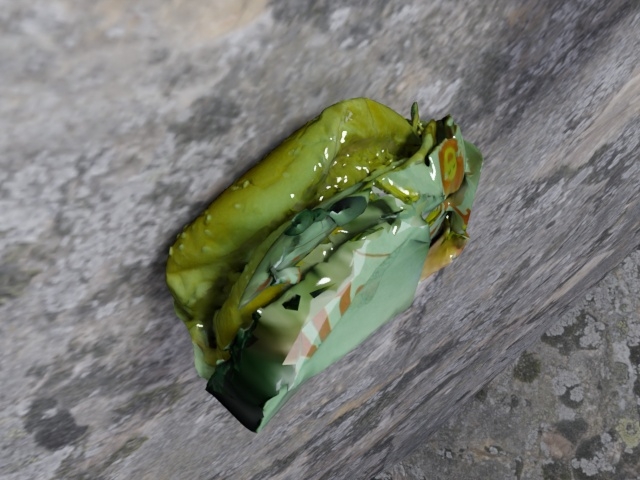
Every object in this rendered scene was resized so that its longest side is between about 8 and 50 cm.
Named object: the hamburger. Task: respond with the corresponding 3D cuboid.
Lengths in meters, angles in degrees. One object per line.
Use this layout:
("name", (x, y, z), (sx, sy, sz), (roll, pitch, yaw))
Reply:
("hamburger", (0.000, 0.001, 0.423), (0.214, 0.125, 0.235), (-51, 159, 12))
